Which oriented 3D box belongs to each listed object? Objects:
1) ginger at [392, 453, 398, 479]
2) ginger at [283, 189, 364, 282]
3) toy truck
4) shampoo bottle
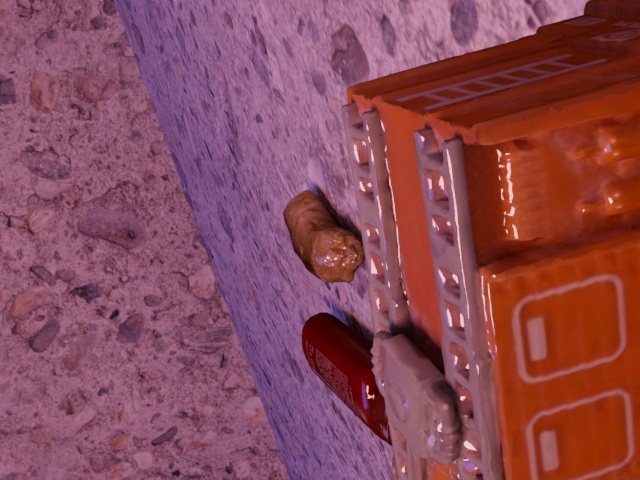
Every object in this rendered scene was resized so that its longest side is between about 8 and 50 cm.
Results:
[{"bbox_3d":[0.152,0.291,0.965,0.216,0.157,0.102,67,-168,19],"label":"ginger"},{"bbox_3d":[0.001,-0.002,1.234,0.190,0.069,0.095,-134,48,-59],"label":"ginger"},{"bbox_3d":[0.136,0.087,0.494,0.173,0.207,0.387,-145,42,-64],"label":"toy truck"},{"bbox_3d":[0.060,0.189,1.288,0.314,0.076,0.118,-149,40,-68],"label":"shampoo bottle"}]
